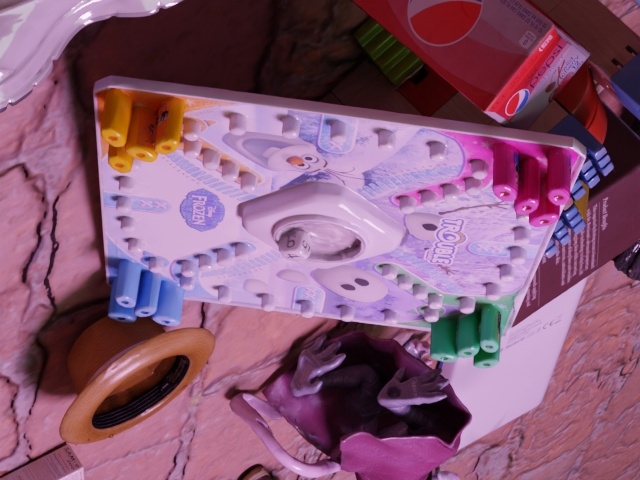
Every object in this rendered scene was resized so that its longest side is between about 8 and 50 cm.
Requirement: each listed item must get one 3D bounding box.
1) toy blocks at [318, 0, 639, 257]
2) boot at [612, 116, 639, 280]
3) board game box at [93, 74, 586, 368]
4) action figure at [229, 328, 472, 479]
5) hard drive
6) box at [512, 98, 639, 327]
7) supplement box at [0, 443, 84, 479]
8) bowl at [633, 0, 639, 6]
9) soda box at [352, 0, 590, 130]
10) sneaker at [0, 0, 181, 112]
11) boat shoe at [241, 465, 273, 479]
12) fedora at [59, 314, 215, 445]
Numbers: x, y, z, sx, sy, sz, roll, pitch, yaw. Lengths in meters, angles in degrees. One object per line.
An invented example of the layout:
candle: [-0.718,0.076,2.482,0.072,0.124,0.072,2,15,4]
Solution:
toy blocks: [0.170,-0.104,1.697,0.381,0.261,0.191,-41,149,0]
boot: [0.415,-0.037,2.066,0.131,0.348,0.260,16,126,-13]
board game box: [0.000,0.000,1.562,0.390,0.050,0.390,8,154,-1]
action figure: [0.086,0.268,2.167,0.276,0.248,0.370,-33,149,-11]
hard drive: [0.243,0.158,2.418,0.210,0.040,0.318,-25,149,-25]
box: [0.235,-0.049,1.969,0.203,0.167,0.168,-33,151,-13]
supplement box: [-0.301,0.265,1.911,0.098,0.036,0.062,-26,150,-23]
bowl: [0.475,-0.274,1.835,0.311,0.163,0.311,-25,169,-5]
soda box: [0.088,-0.201,1.459,0.092,0.263,0.083,-52,151,9]
sneaker: [-0.215,-0.194,1.307,0.297,0.111,0.129,-37,137,-15]
boat shoe: [-0.063,0.335,2.290,0.056,0.049,0.152,-39,153,-2]
fedora: [-0.196,0.124,1.786,0.194,0.079,0.194,-33,162,-12]
